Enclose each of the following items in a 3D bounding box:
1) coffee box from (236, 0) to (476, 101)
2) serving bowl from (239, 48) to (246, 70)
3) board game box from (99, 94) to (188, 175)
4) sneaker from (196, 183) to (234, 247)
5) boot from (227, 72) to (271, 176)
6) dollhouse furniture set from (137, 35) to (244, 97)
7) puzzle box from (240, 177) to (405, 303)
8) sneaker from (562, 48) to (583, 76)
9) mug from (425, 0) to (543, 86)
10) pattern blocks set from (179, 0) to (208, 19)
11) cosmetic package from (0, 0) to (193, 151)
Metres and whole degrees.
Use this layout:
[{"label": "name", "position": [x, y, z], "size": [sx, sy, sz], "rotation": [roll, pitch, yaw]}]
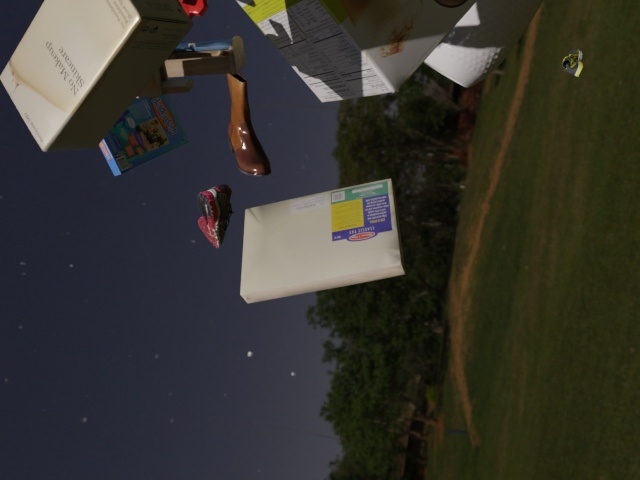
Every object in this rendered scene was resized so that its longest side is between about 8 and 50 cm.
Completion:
[{"label": "coffee box", "position": [0.079, -0.528, 1.271], "size": [0.338, 0.338, 0.334], "rotation": [-49, -66, -11]}, {"label": "serving bowl", "position": [-0.239, -0.500, 1.673], "size": [0.027, 0.083, 0.083], "rotation": [-150, 61, -62]}, {"label": "board game box", "position": [-0.454, -0.277, 1.529], "size": [0.210, 0.047, 0.160], "rotation": [-34, -71, -36]}, {"label": "sneaker", "position": [-0.372, -0.081, 2.238], "size": [0.112, 0.121, 0.299], "rotation": [-32, -23, -28]}, {"label": "boot", "position": [-0.220, -0.365, 1.887], "size": [0.264, 0.096, 0.281], "rotation": [-118, 25, -45]}, {"label": "dollhouse furniture set", "position": [-0.278, -0.470, 1.183], "size": [0.286, 0.198, 0.304], "rotation": [-90, -4, -59]}, {"label": "puzzle box", "position": [0.000, 0.000, 1.542], "size": [0.052, 0.408, 0.272], "rotation": [62, -158, -51]}, {"label": "sneaker", "position": [0.488, -0.350, 1.188], "size": [0.083, 0.035, 0.031], "rotation": [-76, 1, -47]}, {"label": "mug", "position": [0.431, -0.655, 1.811], "size": [0.374, 0.276, 0.328], "rotation": [13, -66, -46]}, {"label": "pattern blocks set", "position": [-0.425, -0.521, 1.408], "size": [0.285, 0.325, 0.026], "rotation": [-53, -18, 16]}, {"label": "cosmetic package", "position": [-0.356, -0.293, 0.952], "size": [0.160, 0.309, 0.113], "rotation": [56, -148, 7]}]
